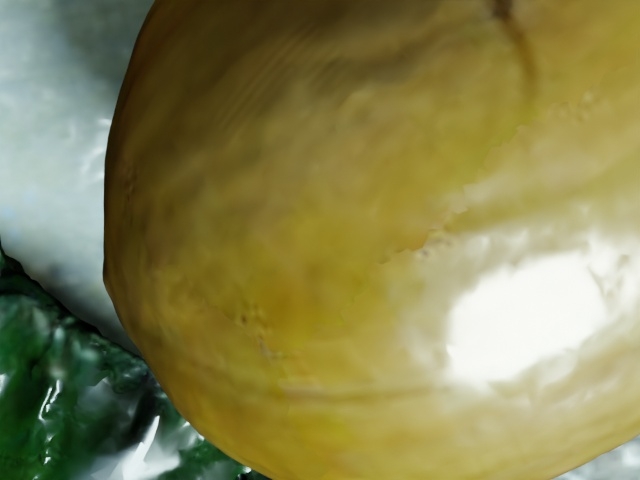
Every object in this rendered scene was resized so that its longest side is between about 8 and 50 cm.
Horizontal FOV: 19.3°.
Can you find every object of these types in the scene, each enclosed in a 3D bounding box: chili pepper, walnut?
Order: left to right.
[{"bbox_3d":[-0.027,0.115,0.677,0.264,0.116,0.148,20,122,-18],"label":"chili pepper"},{"bbox_3d":[0.074,-0.047,0.548,0.298,0.203,0.203,-34,121,-6],"label":"walnut"}]
